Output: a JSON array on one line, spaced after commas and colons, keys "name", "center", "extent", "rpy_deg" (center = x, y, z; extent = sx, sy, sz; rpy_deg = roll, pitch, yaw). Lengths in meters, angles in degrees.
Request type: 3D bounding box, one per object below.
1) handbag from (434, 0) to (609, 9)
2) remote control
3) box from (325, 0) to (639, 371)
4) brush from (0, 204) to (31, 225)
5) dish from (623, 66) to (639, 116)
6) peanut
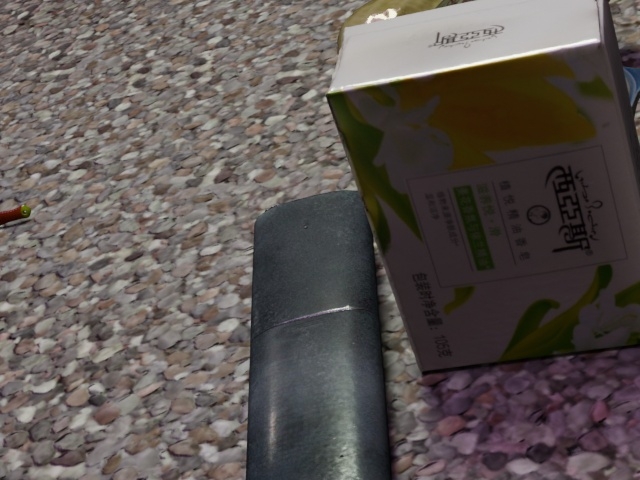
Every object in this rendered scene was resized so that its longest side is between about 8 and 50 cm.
[{"name": "handbag", "center": [0.183, -0.216, 1.418], "extent": [0.235, 0.213, 0.127], "rpy_deg": [-37, 76, -22]}, {"name": "remote control", "center": [-0.004, 0.087, 1.139], "extent": [0.107, 0.044, 0.377], "rpy_deg": [-11, 35, 6]}, {"name": "box", "center": [0.135, -0.043, 1.075], "extent": [0.195, 0.260, 0.111], "rpy_deg": [-10, 31, 17]}, {"name": "brush", "center": [-0.343, -0.023, 1.559], "extent": [0.083, 0.018, 0.021], "rpy_deg": [-16, 21, 9]}, {"name": "dish", "center": [0.186, -0.073, 1.267], "extent": [0.236, 0.086, 0.228], "rpy_deg": [-33, 34, -22]}, {"name": "peanut", "center": [0.108, -0.238, 1.572], "extent": [0.214, 0.090, 0.099], "rpy_deg": [-39, 23, -28]}]
